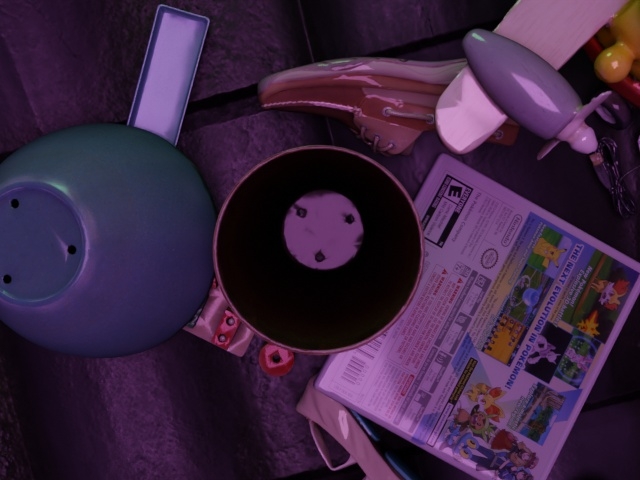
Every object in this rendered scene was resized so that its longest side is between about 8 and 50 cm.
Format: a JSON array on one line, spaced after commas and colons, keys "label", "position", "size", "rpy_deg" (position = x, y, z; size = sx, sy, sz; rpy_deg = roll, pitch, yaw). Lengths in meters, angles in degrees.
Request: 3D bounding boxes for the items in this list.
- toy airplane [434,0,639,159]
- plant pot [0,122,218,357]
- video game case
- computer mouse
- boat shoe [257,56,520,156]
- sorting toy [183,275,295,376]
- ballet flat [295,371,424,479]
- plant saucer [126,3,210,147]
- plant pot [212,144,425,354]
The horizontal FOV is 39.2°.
[{"label": "toy airplane", "position": [0.313, -0.272, 0.919], "size": [0.385, 0.272, 0.385], "rpy_deg": [0, 105, -14]}, {"label": "plant pot", "position": [-0.283, 0.002, 1.023], "size": [0.291, 0.195, 0.290], "rpy_deg": [0, 91, 12]}, {"label": "video game case", "position": [0.198, 0.105, 1.093], "size": [0.300, 0.036, 0.328], "rpy_deg": [29, 82, -2]}, {"label": "computer mouse", "position": [0.429, -0.115, 1.097], "size": [0.193, 0.042, 0.106], "rpy_deg": [-31, 90, 10]}, {"label": "boat shoe", "position": [0.086, -0.156, 1.062], "size": [0.325, 0.123, 0.116], "rpy_deg": [0, 98, 3]}, {"label": "sorting toy", "position": [-0.138, 0.060, 1.126], "size": [0.275, 0.046, 0.132], "rpy_deg": [27, 96, -1]}, {"label": "ballet flat", "position": [0.057, 0.271, 1.100], "size": [0.086, 0.086, 0.248], "rpy_deg": [-44, 67, 5]}, {"label": "plant saucer", "position": [-0.193, -0.190, 1.115], "size": [0.067, 0.018, 0.191], "rpy_deg": [16, 97, 0]}, {"label": "plant pot", "position": [0.000, 0.000, 1.023], "size": [0.216, 0.230, 0.215], "rpy_deg": [0, 96, 1]}]
